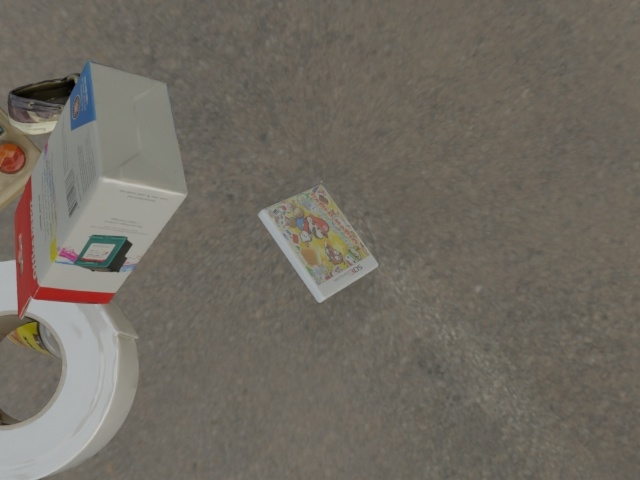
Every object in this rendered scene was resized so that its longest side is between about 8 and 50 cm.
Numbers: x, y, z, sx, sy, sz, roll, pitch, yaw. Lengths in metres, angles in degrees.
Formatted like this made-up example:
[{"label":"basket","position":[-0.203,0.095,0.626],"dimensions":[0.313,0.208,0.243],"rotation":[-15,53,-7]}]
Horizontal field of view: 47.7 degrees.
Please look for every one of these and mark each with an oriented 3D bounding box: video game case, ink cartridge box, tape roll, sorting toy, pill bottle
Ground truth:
[{"label":"video game case","position":[0.000,0.000,1.554],"dimensions":[0.227,0.206,0.026],"rotation":[55,132,7]},{"label":"ink cartridge box","position":[-0.215,-0.033,0.673],"dimensions":[0.078,0.231,0.134],"rotation":[9,51,-36]},{"label":"tape roll","position":[-0.389,0.170,0.954],"dimensions":[0.286,0.100,0.286],"rotation":[0,77,2]},{"label":"sorting toy","position":[-0.759,-0.145,1.521],"dimensions":[0.307,0.041,0.229],"rotation":[-44,110,-16]},{"label":"pill bottle","position":[-0.432,0.121,1.157],"dimensions":[0.117,0.215,0.117],"rotation":[-2,93,-44]}]

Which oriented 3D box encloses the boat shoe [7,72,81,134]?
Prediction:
[{"label":"boat shoe","position":[-0.493,-0.294,1.478],"dimensions":[0.285,0.092,0.103],"rotation":[-19,59,-26]}]
